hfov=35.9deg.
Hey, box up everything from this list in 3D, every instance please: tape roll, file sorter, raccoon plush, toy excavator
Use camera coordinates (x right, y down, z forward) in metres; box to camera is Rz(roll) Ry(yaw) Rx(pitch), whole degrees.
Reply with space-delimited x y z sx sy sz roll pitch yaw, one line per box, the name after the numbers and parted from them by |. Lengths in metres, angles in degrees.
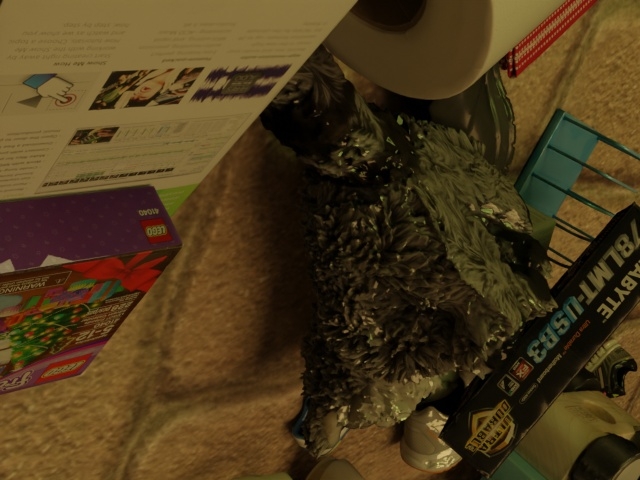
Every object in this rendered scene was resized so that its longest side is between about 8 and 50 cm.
0.079 -0.247 0.701 0.169 0.246 0.246 -42 142 -22 | tape roll
0.320 -0.056 1.235 0.118 0.104 0.170 14 107 -52 | file sorter
0.000 0.000 0.928 0.299 0.446 0.216 -34 -166 33 | raccoon plush
0.283 0.427 1.486 0.433 0.222 0.445 6 115 -48 | toy excavator

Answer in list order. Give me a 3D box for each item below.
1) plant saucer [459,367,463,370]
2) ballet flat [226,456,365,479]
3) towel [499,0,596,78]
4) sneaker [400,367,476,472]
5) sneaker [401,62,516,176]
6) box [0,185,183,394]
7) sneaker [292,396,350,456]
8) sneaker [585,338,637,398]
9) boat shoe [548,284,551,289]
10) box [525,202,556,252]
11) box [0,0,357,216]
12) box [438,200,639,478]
0.185 0.106 1.231 0.169 0.029 0.168 -10 141 -8 | plant saucer
-0.042 0.339 1.117 0.483 0.164 0.182 -1 114 -43 | ballet flat
0.238 -0.322 0.991 0.199 0.031 0.274 -43 144 -24 | towel
0.217 0.204 1.339 0.262 0.099 0.121 -31 133 -29 | sneaker
0.118 -0.155 0.957 0.130 0.109 0.286 -18 122 -30 | sneaker
-0.261 0.055 0.661 0.293 0.057 0.201 -10 154 -43 | box
0.021 0.187 1.145 0.144 0.053 0.059 -55 141 0 | sneaker
0.471 0.250 1.663 0.170 0.075 0.063 -54 143 0 | sneaker
0.266 0.077 1.300 0.079 0.081 0.227 -49 143 -6 | boat shoe
0.198 0.001 1.150 0.102 0.101 0.087 -19 131 -38 | box
-0.138 -0.091 0.617 0.232 0.058 0.322 -11 158 -41 | box
0.256 0.096 1.061 0.293 0.073 0.295 -52 169 8 | box
